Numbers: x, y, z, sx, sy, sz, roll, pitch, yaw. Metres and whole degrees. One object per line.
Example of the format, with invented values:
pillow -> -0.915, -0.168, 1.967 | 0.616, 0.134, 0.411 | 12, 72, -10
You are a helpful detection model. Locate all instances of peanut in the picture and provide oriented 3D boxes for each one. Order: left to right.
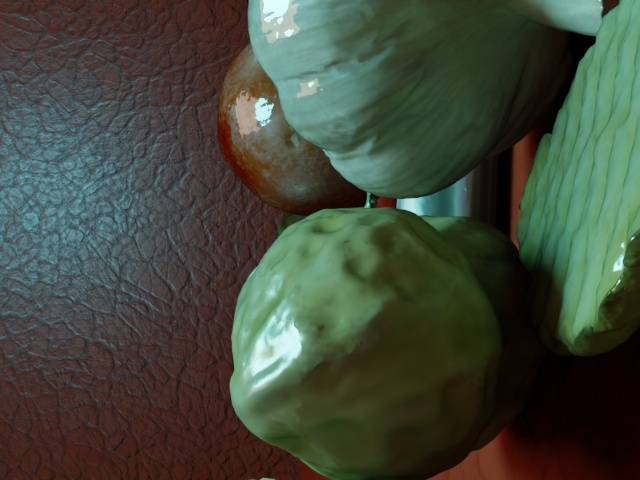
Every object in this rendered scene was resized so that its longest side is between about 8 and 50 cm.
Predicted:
peanut -> 0.045, 0.052, 0.504 | 0.313, 0.152, 0.152 | 18, -103, -69

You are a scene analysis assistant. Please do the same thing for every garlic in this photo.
garlic -> 0.088, -0.134, 0.534 | 0.212, 0.218, 0.219 | 3, 86, 50

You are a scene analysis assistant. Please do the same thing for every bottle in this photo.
bottle -> 0.097, -0.079, 0.707 | 0.096, 0.079, 0.254 | 45, -132, -63

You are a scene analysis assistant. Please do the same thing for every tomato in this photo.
tomato -> -0.015, -0.158, 1.214 | 0.265, 0.264, 0.265 | -174, 90, -87

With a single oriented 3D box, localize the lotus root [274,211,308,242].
lotus root -> 0.000, 0.000, 1.675 | 0.152, 0.160, 0.275 | -57, 14, 19

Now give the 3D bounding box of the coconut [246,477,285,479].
coconut -> -0.004, 0.255, 0.299 | 0.309, 0.297, 0.298 | -91, 7, -79

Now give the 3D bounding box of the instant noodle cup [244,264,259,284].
instant noodle cup -> -0.012, 0.152, 1.448 | 0.233, 0.207, 0.207 | -106, 21, -59

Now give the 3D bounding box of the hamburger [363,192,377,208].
hamburger -> 0.042, 0.051, 1.041 | 0.214, 0.125, 0.235 | -103, 3, -49

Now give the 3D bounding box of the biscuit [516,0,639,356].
biscuit -> 0.126, -0.048, 0.366 | 0.273, 0.036, 0.187 | 100, -174, -56
